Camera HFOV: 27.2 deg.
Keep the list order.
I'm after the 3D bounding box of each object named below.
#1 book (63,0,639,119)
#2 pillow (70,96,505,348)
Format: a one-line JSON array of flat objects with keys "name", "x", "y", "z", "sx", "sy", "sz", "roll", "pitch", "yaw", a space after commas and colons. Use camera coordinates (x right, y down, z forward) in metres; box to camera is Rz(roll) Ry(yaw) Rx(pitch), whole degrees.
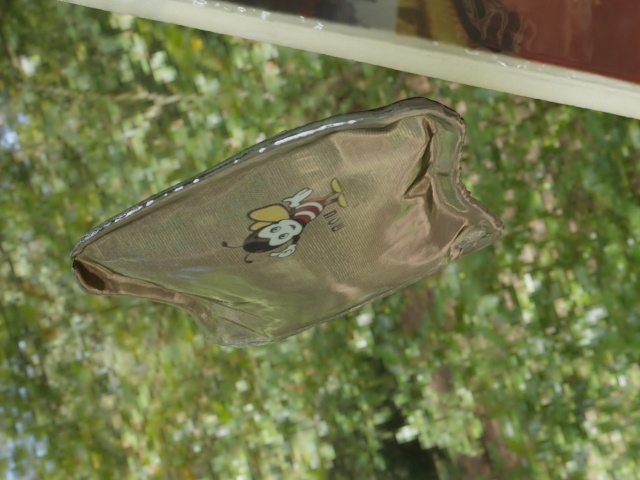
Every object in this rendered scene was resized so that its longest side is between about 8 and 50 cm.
[{"name": "book", "x": 0.025, "y": -0.192, "z": 0.658, "sx": 0.028, "sy": 0.373, "sz": 0.263, "roll": 108, "pitch": 170, "yaw": -55}, {"name": "pillow", "x": 0.000, "y": 0.001, "z": 0.465, "sx": 0.217, "sy": 0.130, "sz": 0.033, "roll": 51, "pitch": -163, "yaw": -74}]
